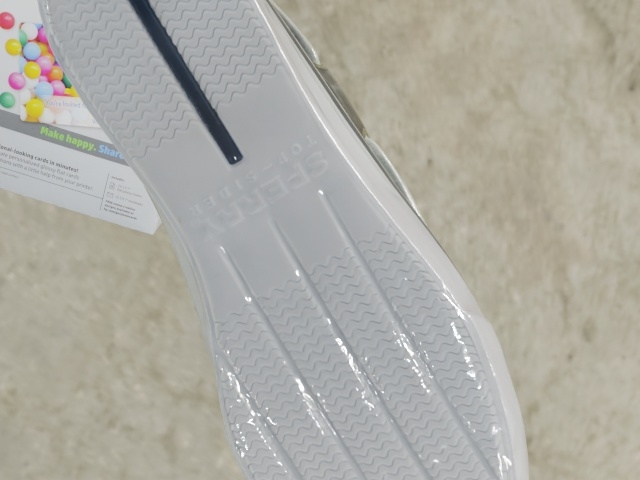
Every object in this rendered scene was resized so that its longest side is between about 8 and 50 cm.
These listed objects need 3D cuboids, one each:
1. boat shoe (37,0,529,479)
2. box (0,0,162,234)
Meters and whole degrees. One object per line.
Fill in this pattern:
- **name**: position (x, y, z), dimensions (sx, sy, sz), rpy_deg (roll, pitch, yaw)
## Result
- **boat shoe**: position (0.000, 0.000, 0.602), dimensions (0.121, 0.119, 0.335), rpy_deg (-23, 96, 15)
- **box**: position (-0.158, -0.112, 0.956), dimensions (0.145, 0.038, 0.186), rpy_deg (18, 109, 1)
